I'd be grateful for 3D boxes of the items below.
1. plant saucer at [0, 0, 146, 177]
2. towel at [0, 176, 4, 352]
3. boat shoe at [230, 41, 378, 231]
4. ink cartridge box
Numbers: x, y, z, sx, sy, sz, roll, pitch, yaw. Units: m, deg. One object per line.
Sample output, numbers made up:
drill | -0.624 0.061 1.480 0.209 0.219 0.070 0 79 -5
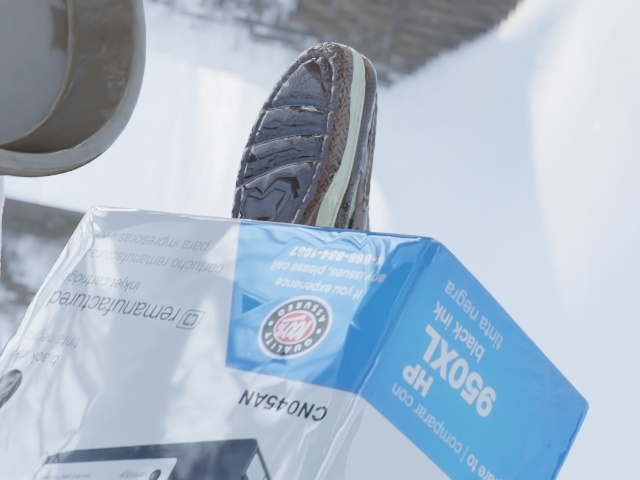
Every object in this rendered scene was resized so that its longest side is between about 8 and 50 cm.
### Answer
plant saucer | -0.181 -0.151 0.843 0.041 0.278 0.278 -25 44 28
towel | -0.299 0.152 1.384 0.317 0.053 0.332 -52 35 45
boat shoe | -0.005 -0.002 1.273 0.095 0.095 0.257 24 98 48
ink cartridge box | -0.083 0.191 0.982 0.285 0.166 0.395 6 59 45
